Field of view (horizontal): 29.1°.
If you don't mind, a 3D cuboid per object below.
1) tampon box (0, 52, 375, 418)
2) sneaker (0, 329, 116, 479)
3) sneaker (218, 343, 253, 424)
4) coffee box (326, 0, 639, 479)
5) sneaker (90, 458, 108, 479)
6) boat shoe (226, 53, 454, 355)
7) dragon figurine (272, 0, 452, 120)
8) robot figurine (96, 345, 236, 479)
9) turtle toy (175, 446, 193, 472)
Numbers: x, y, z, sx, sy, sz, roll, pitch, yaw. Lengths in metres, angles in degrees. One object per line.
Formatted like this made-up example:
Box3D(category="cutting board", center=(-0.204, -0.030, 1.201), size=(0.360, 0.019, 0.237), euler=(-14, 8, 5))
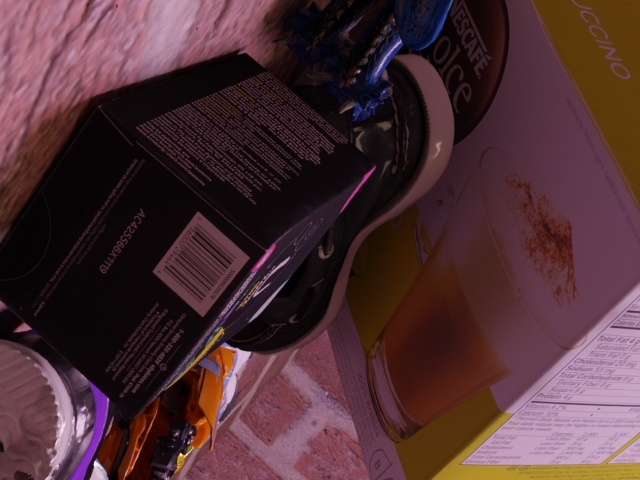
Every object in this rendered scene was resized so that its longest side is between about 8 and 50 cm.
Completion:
Box3D(category="tampon box", center=(-0.065, -0.009, 0.625), size=(0.120, 0.101, 0.161), euler=(-51, 174, 26))
Box3D(category="sneaker", center=(-0.202, 0.162, 0.719), size=(0.293, 0.102, 0.146), euler=(-51, 175, 20))
Box3D(category="sneaker", center=(-0.135, 0.151, 1.334), size=(0.081, 0.080, 0.211), euler=(-37, 159, -34))
Box3D(category="coffee box", center=(0.220, -0.009, 0.980), size=(0.338, 0.338, 0.334), euler=(5, 140, -31))
Box3D(category="sneaker", center=(-0.239, 0.230, 0.968), size=(0.092, 0.087, 0.229), euler=(-38, 166, -51))
Box3D(category="boat shoe", center=(-0.032, -0.007, 0.878), size=(0.113, 0.127, 0.340), euler=(-10, 160, -31))
Box3D(category="dragon figurine", center=(0.048, -0.153, 0.614), size=(0.144, 0.085, 0.289), euler=(-48, 175, -13))
Box3D(category="robot figurine", center=(-0.153, 0.211, 1.095), size=(0.211, 0.085, 0.291), euler=(-53, -163, 33))
Box3D(category="turtle toy", center=(-0.191, 0.251, 1.551), size=(0.095, 0.066, 0.130), euler=(-53, 173, 34))
